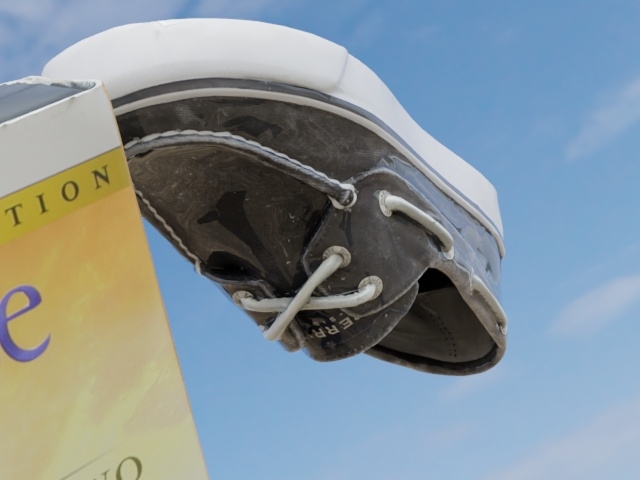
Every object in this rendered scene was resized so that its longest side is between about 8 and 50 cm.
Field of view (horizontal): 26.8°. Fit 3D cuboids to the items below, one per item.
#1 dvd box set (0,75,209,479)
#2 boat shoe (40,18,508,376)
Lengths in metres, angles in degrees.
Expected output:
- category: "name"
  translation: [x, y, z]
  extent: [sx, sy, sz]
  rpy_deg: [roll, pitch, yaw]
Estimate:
- category: "dvd box set"
  translation: [-0.146, 0.192, 0.426]
  extent: [0.062, 0.420, 0.307]
  rpy_deg: [8, 27, 44]
- category: "boat shoe"
  translation: [0.000, 0.000, 0.582]
  extent: [0.108, 0.102, 0.301]
  rpy_deg: [-20, -25, 24]
